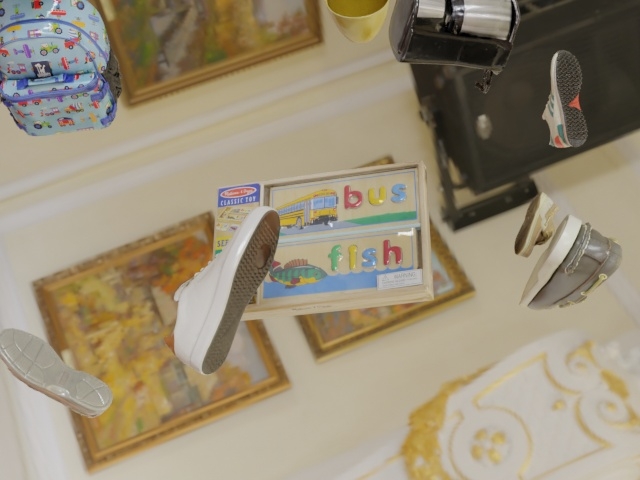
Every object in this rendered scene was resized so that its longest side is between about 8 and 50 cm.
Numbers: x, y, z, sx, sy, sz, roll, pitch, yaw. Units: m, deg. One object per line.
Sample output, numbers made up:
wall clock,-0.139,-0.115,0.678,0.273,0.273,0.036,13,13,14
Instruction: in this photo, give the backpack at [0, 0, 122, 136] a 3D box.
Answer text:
backpack,-0.343,-0.229,1.230,0.173,0.158,0.116,88,-3,-60

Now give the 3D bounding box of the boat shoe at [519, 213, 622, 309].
boat shoe,0.362,0.052,1.418,0.091,0.109,0.305,25,-14,9

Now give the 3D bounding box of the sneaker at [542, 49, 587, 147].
sneaker,0.393,-0.231,1.603,0.075,0.057,0.161,-4,-85,62

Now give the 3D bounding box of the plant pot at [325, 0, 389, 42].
plant pot,0.082,-0.475,2.037,0.095,0.134,0.134,80,-15,-51

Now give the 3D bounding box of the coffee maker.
coffee maker,0.204,-0.318,1.522,0.120,0.178,0.171,-118,-147,-66

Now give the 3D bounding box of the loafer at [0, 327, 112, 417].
loafer,-0.261,0.133,0.929,0.125,0.045,0.039,34,-45,-8

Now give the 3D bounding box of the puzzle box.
puzzle box,0.000,0.000,1.778,0.052,0.409,0.272,61,25,-58

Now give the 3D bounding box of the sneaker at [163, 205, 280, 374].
sneaker,-0.171,0.063,1.566,0.123,0.290,0.106,25,-2,29

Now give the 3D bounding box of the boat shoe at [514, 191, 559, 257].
boat shoe,0.323,-0.020,1.423,0.045,0.135,0.050,32,-41,-1
